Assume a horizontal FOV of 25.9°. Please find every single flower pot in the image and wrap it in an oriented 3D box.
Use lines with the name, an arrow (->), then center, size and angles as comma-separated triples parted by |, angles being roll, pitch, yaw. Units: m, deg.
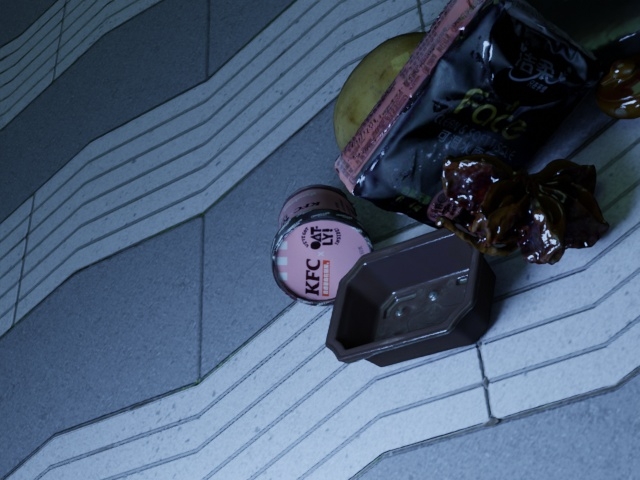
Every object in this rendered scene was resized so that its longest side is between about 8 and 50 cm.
flower pot -> 0.133, 0.088, 1.869 | 0.250, 0.084, 0.179 | -20, 43, 38

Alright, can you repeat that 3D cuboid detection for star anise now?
star anise -> 0.255, -0.044, 1.784 | 0.126, 0.220, 0.190 | 104, 179, -46

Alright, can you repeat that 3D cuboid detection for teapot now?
teapot -> 0.420, -0.214, 1.847 | 0.129, 0.078, 0.098 | -18, 45, 38

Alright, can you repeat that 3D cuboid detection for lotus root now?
lotus root -> 0.143, -0.224, 2.048 | 0.310, 0.182, 0.183 | -48, 27, 39

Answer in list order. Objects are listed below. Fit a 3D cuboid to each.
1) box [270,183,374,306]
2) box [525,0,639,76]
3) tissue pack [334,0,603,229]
box -> 0.000, 0.000, 2.061 | 0.151, 0.151, 0.135 | -37, 25, 17
box -> 0.401, -0.369, 2.018 | 0.359, 0.091, 0.350 | -26, 40, 30
tissue pack -> 0.194, -0.170, 1.855 | 0.332, 0.245, 0.123 | -53, 45, 17
